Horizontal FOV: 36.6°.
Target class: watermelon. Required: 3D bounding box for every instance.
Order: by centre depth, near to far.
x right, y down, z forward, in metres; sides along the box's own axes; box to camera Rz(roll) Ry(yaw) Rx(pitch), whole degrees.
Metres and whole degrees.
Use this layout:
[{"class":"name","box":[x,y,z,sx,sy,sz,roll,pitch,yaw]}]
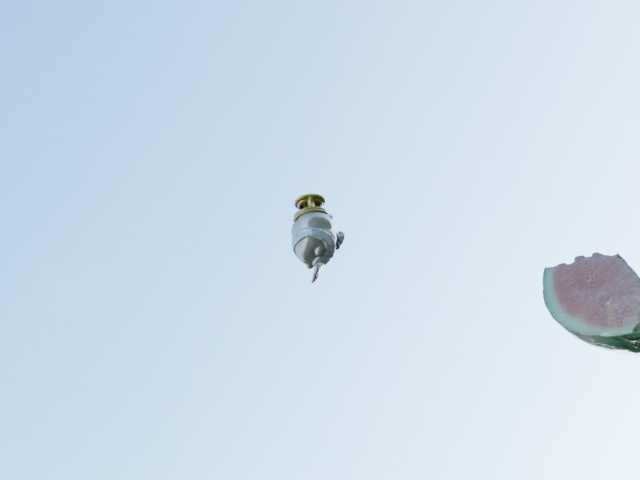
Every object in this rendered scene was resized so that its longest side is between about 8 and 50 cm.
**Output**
[{"class":"watermelon","box":[0.421,0.117,1.366,0.128,0.231,0.146,-41,-60,13]}]

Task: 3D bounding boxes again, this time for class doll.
[{"class":"doll","box":[0.000,0.000,1.379,0.084,0.127,0.073,8,-29,-29]}]
